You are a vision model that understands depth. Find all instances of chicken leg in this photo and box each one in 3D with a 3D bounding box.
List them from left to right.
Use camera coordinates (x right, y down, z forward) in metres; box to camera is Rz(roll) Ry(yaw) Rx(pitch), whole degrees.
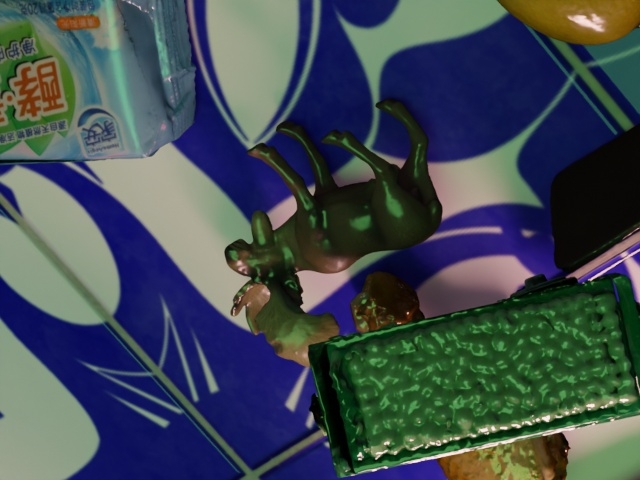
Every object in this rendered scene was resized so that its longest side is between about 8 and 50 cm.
[{"bbox_3d":[0.111,0.132,1.140,0.107,0.087,0.251,-39,91,22],"label":"chicken leg"}]

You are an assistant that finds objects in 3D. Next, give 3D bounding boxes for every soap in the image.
[{"bbox_3d":[-0.244,-0.142,1.137,0.293,0.077,0.156,-1,116,22],"label":"soap"}]

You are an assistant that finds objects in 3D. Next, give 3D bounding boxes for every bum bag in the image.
[{"bbox_3d":[0.224,-0.050,0.983,0.026,0.109,0.159,36,127,-26],"label":"bum bag"}]

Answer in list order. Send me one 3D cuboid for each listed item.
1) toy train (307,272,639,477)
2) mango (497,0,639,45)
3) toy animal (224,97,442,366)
[{"bbox_3d":[0.115,0.092,1.023,0.270,0.154,0.115,-13,83,9],"label":"toy train"},{"bbox_3d":[0.163,-0.244,0.915,0.137,0.091,0.237,-2,115,16],"label":"mango"},{"bbox_3d":[0.000,0.000,1.104,0.214,0.094,0.186,-11,110,29],"label":"toy animal"}]
